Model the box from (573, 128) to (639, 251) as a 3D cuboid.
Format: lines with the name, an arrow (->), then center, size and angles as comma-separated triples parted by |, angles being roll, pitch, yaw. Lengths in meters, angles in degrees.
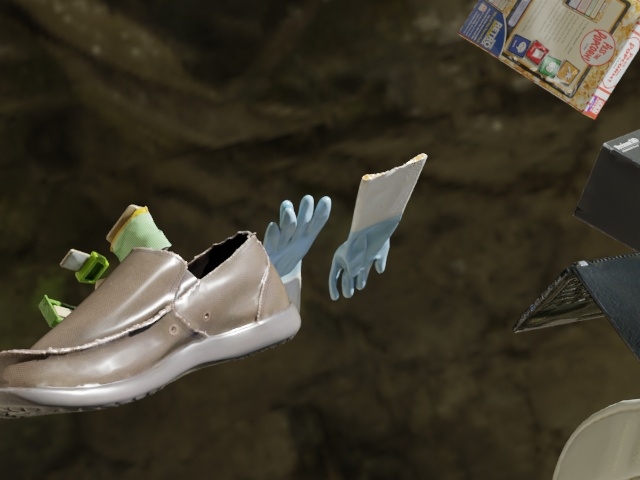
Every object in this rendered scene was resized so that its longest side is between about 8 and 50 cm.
box -> 0.435, -0.051, 2.296 | 0.184, 0.261, 0.103 | 34, -62, 22

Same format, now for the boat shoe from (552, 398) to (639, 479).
boat shoe -> 0.230, 0.137, 1.183 | 0.254, 0.079, 0.095 | -33, -146, 59

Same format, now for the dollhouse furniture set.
dollhouse furniture set -> -0.236, 0.029, 2.145 | 0.058, 0.151, 0.076 | 21, 25, -44

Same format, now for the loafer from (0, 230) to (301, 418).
loafer -> -0.179, 0.074, 1.875 | 0.134, 0.366, 0.130 | -10, -84, 43

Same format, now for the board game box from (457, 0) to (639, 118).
board game box -> 0.279, -0.254, 2.348 | 0.193, 0.147, 0.045 | 37, 10, 26

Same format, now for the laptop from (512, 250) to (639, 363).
laptop -> 0.320, 0.072, 1.682 | 0.264, 0.234, 0.136 | 120, -41, -66

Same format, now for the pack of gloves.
pack of gloves -> 0.000, 0.000, 2.141 | 0.046, 0.195, 0.232 | 52, -32, 25
